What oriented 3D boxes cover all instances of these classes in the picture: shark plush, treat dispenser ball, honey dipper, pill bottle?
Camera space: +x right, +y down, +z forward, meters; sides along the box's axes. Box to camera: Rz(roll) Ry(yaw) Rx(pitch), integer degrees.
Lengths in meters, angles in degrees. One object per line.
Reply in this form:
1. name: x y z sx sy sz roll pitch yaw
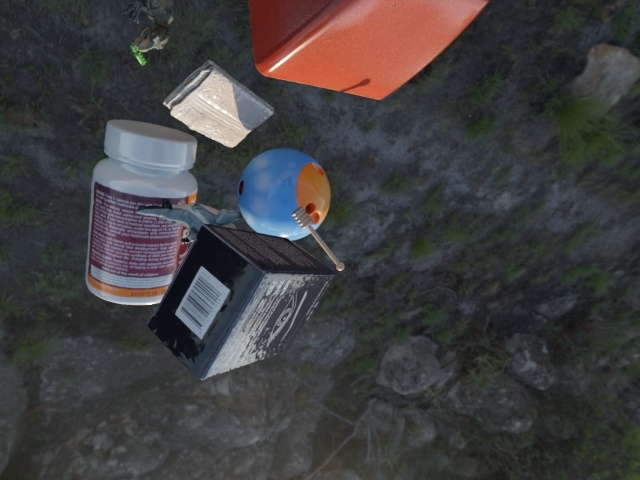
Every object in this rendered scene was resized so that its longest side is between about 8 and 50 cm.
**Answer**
1. shark plush: -0.189 -0.024 0.620 0.161 0.067 0.073 23 161 -30
2. treat dispenser ball: -0.111 -0.141 1.273 0.289 0.288 0.288 -15 139 -14
3. honey dipper: 0.000 0.000 0.846 0.031 0.030 0.160 -36 104 11
4. pill bottle: -0.417 -0.067 0.970 0.224 0.224 0.391 3 113 -31

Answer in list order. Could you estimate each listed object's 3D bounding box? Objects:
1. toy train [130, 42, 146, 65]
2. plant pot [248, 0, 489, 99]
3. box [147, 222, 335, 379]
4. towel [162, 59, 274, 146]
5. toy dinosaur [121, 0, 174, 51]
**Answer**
1. toy train: -0.619 -0.630 1.389 0.017 0.023 0.083 14 158 11
2. plant pot: 0.072 -0.380 0.561 0.268 0.266 0.236 -6 180 -39
3. box: -0.093 0.076 0.558 0.153 0.108 0.207 -59 157 8
4. towel: -0.272 -0.366 1.142 0.187 0.049 0.282 -32 157 22
5. toy dinosaur: -0.297 -0.447 0.720 0.118 0.267 0.064 8 177 23
